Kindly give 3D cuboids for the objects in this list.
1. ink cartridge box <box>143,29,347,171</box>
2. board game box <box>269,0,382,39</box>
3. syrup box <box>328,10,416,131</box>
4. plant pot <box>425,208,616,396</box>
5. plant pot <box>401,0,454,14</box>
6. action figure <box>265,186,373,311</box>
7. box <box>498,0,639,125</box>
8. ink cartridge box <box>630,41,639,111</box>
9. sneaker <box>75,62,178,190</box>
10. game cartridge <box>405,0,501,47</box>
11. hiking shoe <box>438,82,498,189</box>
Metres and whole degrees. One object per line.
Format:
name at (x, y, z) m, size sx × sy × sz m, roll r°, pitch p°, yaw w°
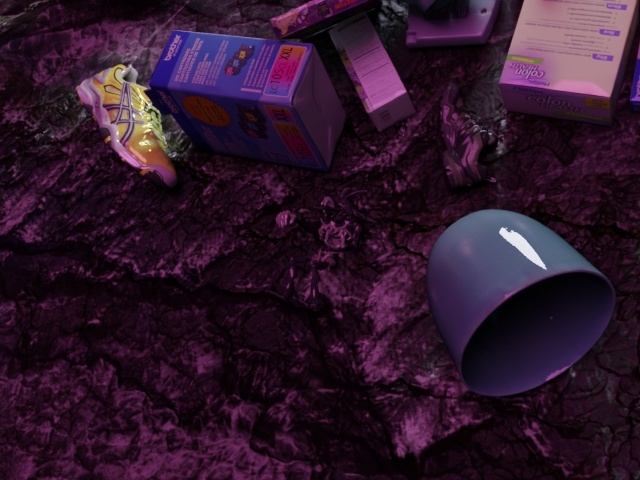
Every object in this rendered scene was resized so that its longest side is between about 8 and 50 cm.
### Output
ink cartridge box at (-0.173, -0.296, 1.820) m, size 0.395 × 0.270 × 0.151 m, roll 13°, pitch 69°, yaw 24°
board game box at (0.022, -0.479, 1.805) m, size 0.208 × 0.347 × 0.056 m, roll -25°, pitch 99°, yaw 12°
syrup box at (0.110, -0.362, 1.846) m, size 0.096 × 0.093 × 0.237 m, roll -28°, pitch 63°, yaw 8°
plant pot at (0.318, 0.085, 1.499) m, size 0.293 × 0.293 × 0.235 m, roll -33°, pitch 47°, yaw 5°
plant pot at (0.233, -0.588, 1.752) m, size 0.293 × 0.293 × 0.196 m, roll -34°, pitch 89°, yaw 4°
action figure at (0.000, 0.000, 1.719) m, size 0.164 × 0.141 × 0.276 m, roll 15°, pitch 76°, yaw 36°
box at (0.493, -0.371, 1.702) m, size 0.213 × 0.117 × 0.243 m, roll 13°, pitch 73°, yaw 23°
ink cartridge box at (0.664, -0.347, 1.671) m, size 0.097 × 0.046 × 0.207 m, roll 8°, pitch 73°, yaw 23°
sneaker at (-0.423, -0.272, 1.972) m, size 0.147 × 0.145 × 0.385 m, roll -39°, pitch 64°, yaw 2°
game cartridge at (0.297, -0.554, 1.880) m, size 0.196 × 0.060 × 0.294 m, roll 1°, pitch 70°, yaw 23°
hiking shoe at (0.298, -0.210, 1.738) m, size 0.114 × 0.086 × 0.227 m, roll -3°, pitch 74°, yaw 4°
